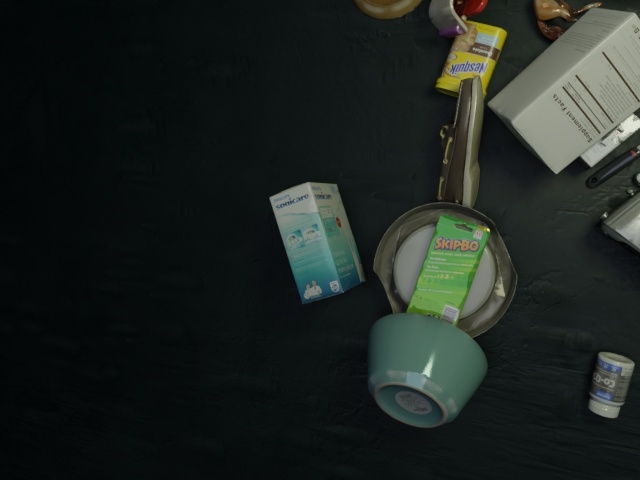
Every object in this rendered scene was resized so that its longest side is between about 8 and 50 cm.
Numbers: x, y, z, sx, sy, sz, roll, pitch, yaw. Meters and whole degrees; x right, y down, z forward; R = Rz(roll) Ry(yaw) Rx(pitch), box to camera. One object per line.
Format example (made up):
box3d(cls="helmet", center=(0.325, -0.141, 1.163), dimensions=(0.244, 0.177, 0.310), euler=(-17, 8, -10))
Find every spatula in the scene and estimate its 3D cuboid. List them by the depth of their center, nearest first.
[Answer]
box3d(cls="spatula", center=(0.741, -0.216, 1.138), dimensions=(0.296, 0.030, 0.084), euler=(-37, 62, 24))

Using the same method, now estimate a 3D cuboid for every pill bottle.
box3d(cls="pill bottle", center=(0.683, 0.341, 1.191), dimensions=(0.078, 0.078, 0.137), euler=(12, 99, 21))

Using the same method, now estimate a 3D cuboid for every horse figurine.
box3d(cls="horse figurine", center=(0.560, -0.582, 1.162), dimensions=(0.175, 0.066, 0.263), euler=(12, 105, 31))

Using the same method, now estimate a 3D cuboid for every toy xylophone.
box3d(cls="toy xylophone", center=(0.368, -0.629, 1.157), dimensions=(0.081, 0.236, 0.322), euler=(26, 106, -19))

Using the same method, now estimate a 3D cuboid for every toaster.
box3d(cls="toaster", center=(0.745, -0.015, 1.108), dimensions=(0.227, 0.129, 0.146), euler=(43, 106, 15))

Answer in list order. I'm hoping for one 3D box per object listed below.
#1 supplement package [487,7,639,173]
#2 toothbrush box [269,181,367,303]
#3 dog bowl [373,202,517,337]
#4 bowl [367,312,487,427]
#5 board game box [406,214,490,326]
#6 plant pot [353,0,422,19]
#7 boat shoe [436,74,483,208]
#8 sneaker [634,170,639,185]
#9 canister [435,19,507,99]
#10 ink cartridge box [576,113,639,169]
box3d(cls="supplement package", center=(0.555, -0.326, 1.102), dimensions=(0.175, 0.177, 0.293), euler=(40, 111, -19))
box3d(cls="toothbrush box", center=(0.000, 0.000, 1.367), dimensions=(0.126, 0.216, 0.295), euler=(-20, 86, 22))
box3d(cls="dog bowl", center=(0.316, 0.078, 1.292), dimensions=(0.349, 0.102, 0.348), euler=(1, 92, 17))
box3d(cls="bowl", center=(0.239, 0.343, 1.249), dimensions=(0.312, 0.163, 0.311), euler=(17, 136, 17))
box3d(cls="board game box", center=(0.310, 0.075, 1.223), dimensions=(0.124, 0.039, 0.259), euler=(20, 101, 16))
box3d(cls="plant pot", center=(0.181, -0.708, 1.329), dimensions=(0.237, 0.032, 0.236), euler=(2, 96, 23))
box3d(cls="boat shoe", center=(0.340, -0.236, 1.236), dimensions=(0.097, 0.117, 0.324), euler=(10, 118, 28))
box3d(cls="sneaker", center=(0.778, -0.133, 1.121), dimensions=(0.135, 0.058, 0.052), euler=(14, 100, 21))
box3d(cls="canister", center=(0.374, -0.444, 1.252), dimensions=(0.126, 0.073, 0.169), euler=(22, 101, 19))
box3d(cls="ink cartridge box", center=(0.647, -0.228, 1.144), dimensions=(0.135, 0.099, 0.056), euler=(-44, 77, 19))
